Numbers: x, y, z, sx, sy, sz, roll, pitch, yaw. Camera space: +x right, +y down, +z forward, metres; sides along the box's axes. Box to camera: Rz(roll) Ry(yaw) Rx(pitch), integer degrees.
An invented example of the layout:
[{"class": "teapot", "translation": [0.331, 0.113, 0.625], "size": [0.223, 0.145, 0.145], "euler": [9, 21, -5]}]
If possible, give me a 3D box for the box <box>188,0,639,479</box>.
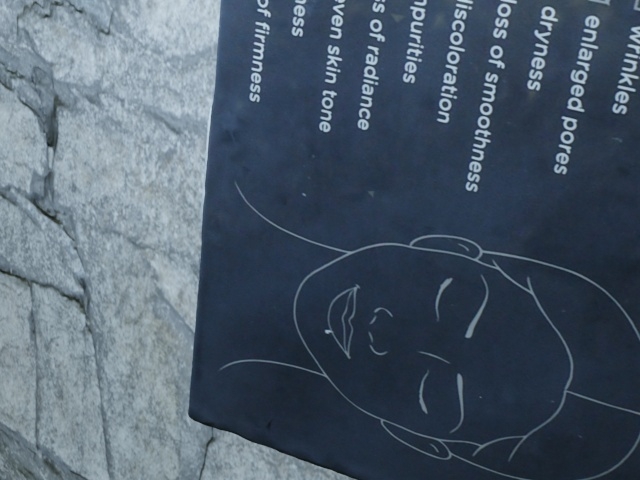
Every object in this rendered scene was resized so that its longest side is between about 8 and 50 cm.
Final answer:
[{"class": "box", "translation": [0.177, -0.037, 0.910], "size": [0.471, 0.297, 0.480], "euler": [18, 117, 20]}]
